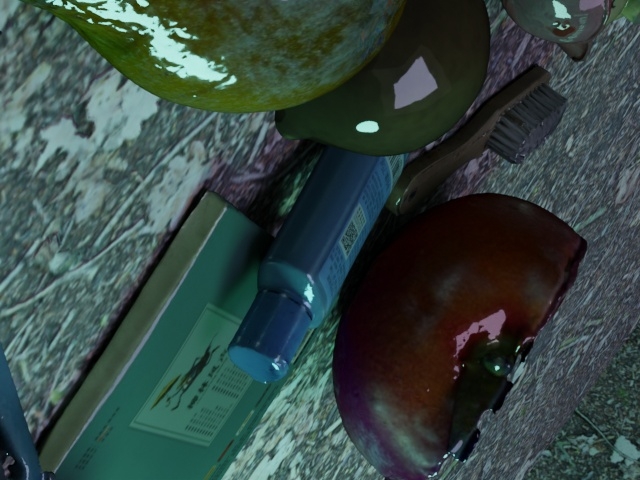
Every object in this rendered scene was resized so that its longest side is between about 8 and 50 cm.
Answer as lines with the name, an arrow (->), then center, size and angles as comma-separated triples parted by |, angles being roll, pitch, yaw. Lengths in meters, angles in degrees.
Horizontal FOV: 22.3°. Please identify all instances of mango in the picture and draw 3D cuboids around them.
mango -> -0.061, -0.168, 0.903 | 0.316, 0.146, 0.193 | 3, 117, -53

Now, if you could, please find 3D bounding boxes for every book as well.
book -> -0.101, 0.112, 1.400 | 0.264, 0.031, 0.379 | -57, 161, -4

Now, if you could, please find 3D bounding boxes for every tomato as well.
tomato -> 0.112, 0.087, 1.694 | 0.335, 0.176, 0.289 | -56, -178, -6

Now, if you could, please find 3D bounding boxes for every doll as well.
doll -> 0.276, -0.281, 1.550 | 0.256, 0.152, 0.196 | -44, 144, -26

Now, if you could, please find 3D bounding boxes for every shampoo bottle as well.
shampoo bottle -> 0.000, 0.000, 1.356 | 0.104, 0.061, 0.258 | 82, 31, -57

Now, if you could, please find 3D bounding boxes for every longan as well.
longan -> 0.035, -0.136, 1.148 | 0.189, 0.189, 0.189 | -49, 159, -25

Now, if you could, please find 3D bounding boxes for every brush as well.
brush -> 0.175, -0.098, 1.723 | 0.327, 0.065, 0.070 | -36, 154, -46

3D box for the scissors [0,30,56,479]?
scissors -> -0.195, -0.010, 0.781 | 0.180, 0.032, 0.393 | -44, 136, -38
